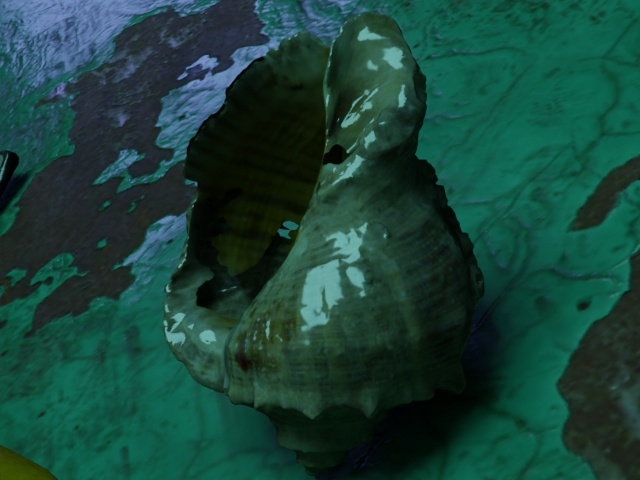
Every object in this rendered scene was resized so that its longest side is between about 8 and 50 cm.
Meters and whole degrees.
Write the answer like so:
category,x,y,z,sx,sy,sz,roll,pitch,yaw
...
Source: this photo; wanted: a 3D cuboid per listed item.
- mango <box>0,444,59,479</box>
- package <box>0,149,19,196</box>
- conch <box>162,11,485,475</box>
category,x,y,z,sx,sy,sz,roll,pitch,yaw
mango,-0.247,0.185,0.771,0.257,0.138,0.187,-37,42,2
package,-0.359,0.015,1.223,0.154,0.030,0.239,-7,38,34
conch,0.000,0.000,0.782,0.178,0.245,0.163,7,4,13
